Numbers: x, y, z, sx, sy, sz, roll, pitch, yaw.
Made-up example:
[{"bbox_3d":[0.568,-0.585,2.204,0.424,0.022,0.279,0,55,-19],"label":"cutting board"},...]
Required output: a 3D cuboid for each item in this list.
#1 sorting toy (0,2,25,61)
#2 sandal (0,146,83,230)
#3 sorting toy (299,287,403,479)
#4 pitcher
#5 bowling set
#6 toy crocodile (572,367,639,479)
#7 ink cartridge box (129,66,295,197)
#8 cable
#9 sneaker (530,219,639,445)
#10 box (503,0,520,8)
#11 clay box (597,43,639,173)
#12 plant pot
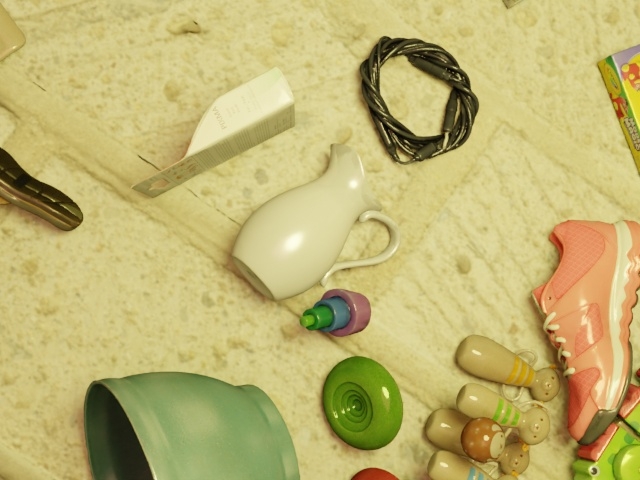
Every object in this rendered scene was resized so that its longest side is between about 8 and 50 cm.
[{"bbox_3d":[-0.537,-0.287,1.114,0.208,0.038,0.193,-36,91,-4],"label":"sorting toy"},{"bbox_3d":[-0.421,-0.070,1.104,0.219,0.090,0.060,33,109,-9],"label":"sandal"},{"bbox_3d":[0.026,0.247,1.067,0.127,0.126,0.365,-9,89,40],"label":"sorting toy"},{"bbox_3d":[0.000,0.000,1.107,0.207,0.125,0.178,-43,107,-15],"label":"pitcher"},{"bbox_3d":[0.225,0.279,1.072,0.154,0.200,0.287,24,91,-5],"label":"bowling set"},{"bbox_3d":[0.434,0.244,1.122,0.105,0.115,0.340,39,84,2],"label":"toy crocodile"},{"bbox_3d":[-0.139,-0.132,1.063,0.225,0.181,0.056,-26,89,-2],"label":"ink cartridge box"},{"bbox_3d":[0.136,-0.205,1.149,0.150,0.047,0.184,-24,89,-4],"label":"cable"},{"bbox_3d":[0.349,0.116,1.126,0.136,0.116,0.314,11,74,8],"label":"sneaker"},{"bbox_3d":[0.210,-0.482,1.153,0.067,0.063,0.324,-33,90,-2],"label":"box"},{"bbox_3d":[0.495,-0.175,1.167,0.127,0.053,0.222,-22,89,-5],"label":"clay box"},{"bbox_3d":[-0.148,0.288,1.021,0.196,0.293,0.293,-13,89,-30],"label":"plant pot"}]
